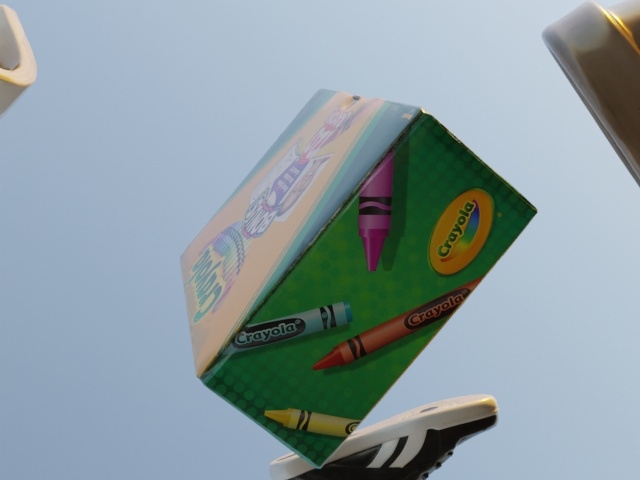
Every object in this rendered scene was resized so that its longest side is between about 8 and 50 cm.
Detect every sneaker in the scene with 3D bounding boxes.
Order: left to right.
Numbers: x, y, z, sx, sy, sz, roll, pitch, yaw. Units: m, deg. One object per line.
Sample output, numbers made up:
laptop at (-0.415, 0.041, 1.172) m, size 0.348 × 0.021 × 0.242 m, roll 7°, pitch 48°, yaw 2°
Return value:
sneaker at (0.072, 0.225, 0.863) m, size 0.217 × 0.079 × 0.121 m, roll -19°, pitch -95°, yaw 4°

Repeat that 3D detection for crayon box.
crayon box at (0.000, 0.000, 0.570) m, size 0.081 × 0.278 × 0.165 m, roll 39°, pitch -88°, yaw -15°

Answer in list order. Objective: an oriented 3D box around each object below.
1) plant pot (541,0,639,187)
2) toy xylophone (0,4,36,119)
plant pot at (0.367, -0.146, 0.856) m, size 0.263 × 0.229 × 0.263 m, roll 51°, pitch -163°, yaw -22°
toy xylophone at (-0.240, -0.048, 0.270) m, size 0.081 × 0.236 × 0.323 m, roll 52°, pitch -175°, yaw 28°
